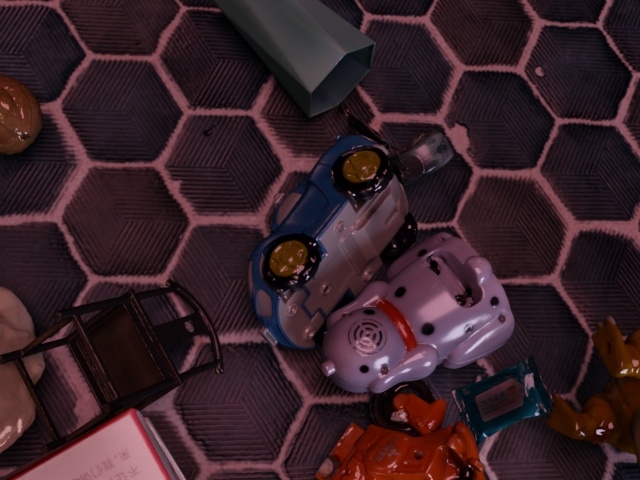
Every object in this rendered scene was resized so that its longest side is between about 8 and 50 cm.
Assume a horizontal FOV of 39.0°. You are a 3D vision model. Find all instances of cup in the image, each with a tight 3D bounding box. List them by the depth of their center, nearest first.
[{"bbox_3d":[-0.043,-0.319,1.356,0.148,0.134,0.236,-44,78,11],"label":"cup"}]

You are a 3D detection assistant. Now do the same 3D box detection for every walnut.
[{"bbox_3d":[-0.450,-0.180,1.280,0.105,0.105,0.124,-37,73,-16],"label":"walnut"}]

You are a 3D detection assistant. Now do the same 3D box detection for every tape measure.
[{"bbox_3d":[0.112,-0.166,1.348,0.107,0.104,0.180,-34,81,-13],"label":"tape measure"}]

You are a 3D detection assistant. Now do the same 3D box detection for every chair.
[{"bbox_3d":[-0.263,0.154,1.184,0.141,0.260,0.155,-34,81,24],"label":"chair"}]

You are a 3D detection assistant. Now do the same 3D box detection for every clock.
[{"bbox_3d":[0.106,0.123,1.210,0.254,0.189,0.189,-29,80,-22],"label":"clock"}]

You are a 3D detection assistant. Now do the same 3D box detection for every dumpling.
[{"bbox_3d":[-0.442,0.163,1.167,0.162,0.132,0.250,-27,61,-8],"label":"dumpling"}]

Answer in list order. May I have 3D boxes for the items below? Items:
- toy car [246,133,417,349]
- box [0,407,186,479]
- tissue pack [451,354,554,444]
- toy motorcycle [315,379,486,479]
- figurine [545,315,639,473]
[{"bbox_3d":[0.000,0.000,1.254,0.166,0.198,0.314,27,73,35],"label":"toy car"},{"bbox_3d":[-0.265,0.402,1.030,0.314,0.300,0.312,-29,79,-14],"label":"box"},{"bbox_3d":[0.255,0.224,1.262,0.138,0.028,0.085,-29,68,27],"label":"tissue pack"},{"bbox_3d":[0.099,0.344,1.190,0.221,0.148,0.326,28,68,25],"label":"toy motorcycle"},{"bbox_3d":[0.518,0.245,1.220,0.387,0.268,0.401,5,107,-23],"label":"figurine"}]
